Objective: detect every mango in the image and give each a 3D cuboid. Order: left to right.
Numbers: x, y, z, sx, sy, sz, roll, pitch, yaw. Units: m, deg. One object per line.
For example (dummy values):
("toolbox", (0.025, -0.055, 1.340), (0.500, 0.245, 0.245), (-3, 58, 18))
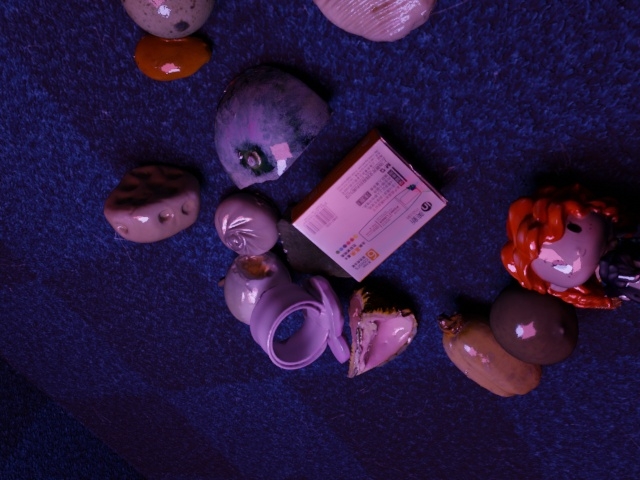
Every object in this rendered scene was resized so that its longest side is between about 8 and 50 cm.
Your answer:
("mango", (-0.306, -0.379, 1.241), (0.159, 0.105, 0.084), (-3, 150, 19))

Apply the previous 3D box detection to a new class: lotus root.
("lotus root", (0.423, 0.277, 1.557), (0.342, 0.152, 0.169), (39, 147, -15))

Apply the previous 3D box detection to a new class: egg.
("egg", (-0.271, -0.476, 1.080), (0.176, 0.177, 0.228), (14, 125, 9))
("egg", (-0.166, 0.137, 1.635), (0.182, 0.183, 0.217), (9, 136, 14))

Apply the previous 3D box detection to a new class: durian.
("durian", (0.168, 0.243, 1.635), (0.195, 0.186, 0.305), (-6, 128, -8))

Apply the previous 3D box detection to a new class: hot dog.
("hot dog", (0.637, 0.136, 1.414), (0.121, 0.037, 0.049), (3, 122, 12))

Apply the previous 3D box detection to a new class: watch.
("watch", (-0.059, 0.218, 1.533), (0.211, 0.217, 0.249), (38, 146, 49))

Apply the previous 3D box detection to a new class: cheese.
("cheese", (-0.409, -0.096, 1.498), (0.234, 0.218, 0.117), (-14, 132, -9))

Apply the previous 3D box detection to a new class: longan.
("longan", (0.491, 0.185, 1.410), (0.196, 0.197, 0.220), (-16, 132, 34))

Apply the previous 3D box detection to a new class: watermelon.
("watermelon", (-0.144, -0.226, 1.272), (0.188, 0.175, 0.321), (39, 133, -18))

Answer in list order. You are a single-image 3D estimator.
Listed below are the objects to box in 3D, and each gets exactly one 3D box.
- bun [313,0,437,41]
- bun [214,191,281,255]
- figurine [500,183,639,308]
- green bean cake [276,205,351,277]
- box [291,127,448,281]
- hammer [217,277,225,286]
("bun", (0.086, -0.450, 0.984), (0.238, 0.141, 0.239), (15, 142, 12))
("bun", (-0.190, -0.029, 1.528), (0.172, 0.120, 0.173), (13, 137, 13))
("figurine", (0.549, 0.039, 1.142), (0.305, 0.411, 0.241), (-5, 114, -31))
("green bean cake", (0.000, 0.000, 1.495), (0.184, 0.094, 0.184), (0, 133, 23))
("box", (0.103, -0.072, 1.316), (0.274, 0.091, 0.220), (-41, 111, 17))
("hammer", (-0.251, 0.149, 1.802), (0.110, 0.019, 0.035), (40, 134, -21))
